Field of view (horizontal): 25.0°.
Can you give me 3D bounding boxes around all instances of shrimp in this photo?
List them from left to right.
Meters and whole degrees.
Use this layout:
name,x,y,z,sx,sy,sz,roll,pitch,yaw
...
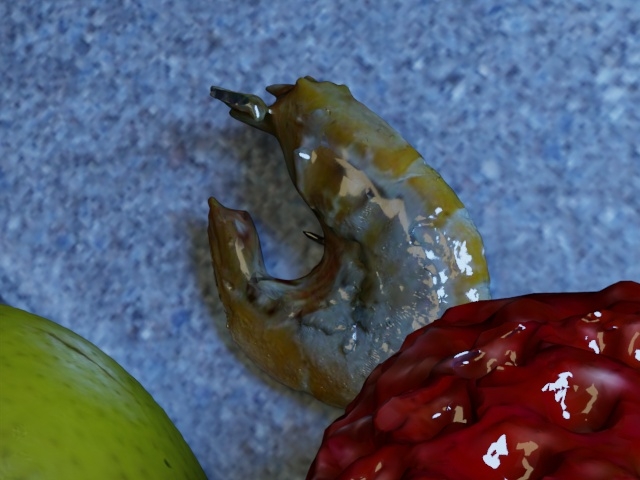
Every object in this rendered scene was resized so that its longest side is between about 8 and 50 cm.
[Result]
name,x,y,z,sx,sy,sz,roll,pitch,yaw
shrimp,0.000,-0.001,0.703,0.132,0.051,0.187,-35,72,5

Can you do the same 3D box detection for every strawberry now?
name,x,y,z,sx,sy,sz,roll,pitch,yaw
strawberry,0.105,0.142,0.477,0.295,0.345,0.317,-37,68,6

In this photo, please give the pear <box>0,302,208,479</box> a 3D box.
name,x,y,z,sx,sy,sz,roll,pitch,yaw
pear,-0.215,0.166,0.616,0.386,0.191,0.340,28,77,10
